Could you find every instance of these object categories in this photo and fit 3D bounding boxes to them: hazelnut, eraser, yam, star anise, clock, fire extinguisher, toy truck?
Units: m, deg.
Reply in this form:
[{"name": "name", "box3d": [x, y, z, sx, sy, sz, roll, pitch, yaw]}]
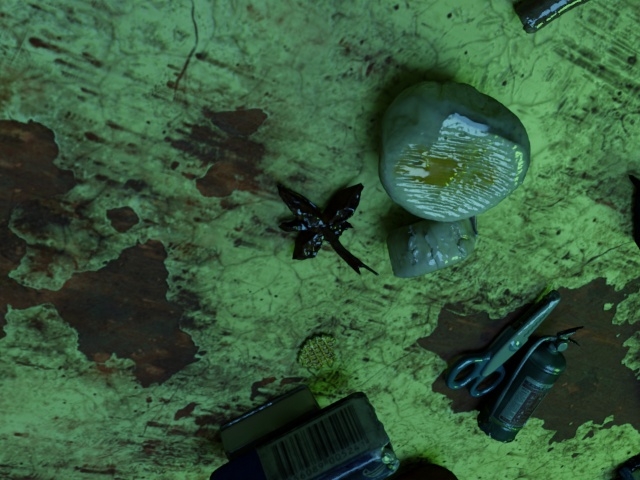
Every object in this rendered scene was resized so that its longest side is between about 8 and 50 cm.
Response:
[{"name": "hazelnut", "box3d": [0.222, 0.564, 2.064, 0.178, 0.178, 0.204, -26, 138, -1]}, {"name": "eraser", "box3d": [-0.028, 0.411, 1.727, 0.332, 0.155, 0.102, -29, 134, 2]}, {"name": "yam", "box3d": [0.397, -0.383, 1.431, 0.241, 0.057, 0.057, -31, 133, 1]}, {"name": "star anise", "box3d": [0.009, -0.004, 1.517, 0.140, 0.144, 0.158, -6, 130, -8]}, {"name": "clock", "box3d": [-0.077, 0.376, 1.833, 0.192, 0.071, 0.147, -27, 132, 0]}, {"name": "fire extinguisher", "box3d": [0.424, 0.279, 1.951, 0.118, 0.093, 0.294, 12, 121, -27]}, {"name": "toy truck", "box3d": [0.789, 0.638, 2.386, 0.126, 0.113, 0.208, -28, 131, 1]}]

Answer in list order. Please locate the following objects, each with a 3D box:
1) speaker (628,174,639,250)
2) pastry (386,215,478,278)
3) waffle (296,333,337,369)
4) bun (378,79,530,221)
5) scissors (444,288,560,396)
[{"name": "speaker", "box3d": [0.759, -0.045, 1.779, 0.388, 0.180, 0.184, -12, 126, -13]}, {"name": "pastry", "box3d": [0.183, 0.002, 1.592, 0.165, 0.166, 0.088, -21, 94, -6]}, {"name": "waffle", "box3d": [-0.003, 0.202, 1.760, 0.078, 0.016, 0.085, -2, 127, -22]}, {"name": "bun", "box3d": [0.202, -0.148, 1.474, 0.243, 0.153, 0.244, -2, 140, -1]}, {"name": "scissors", "box3d": [0.367, 0.202, 1.899, 0.138, 0.041, 0.289, 25, 115, -35]}]
